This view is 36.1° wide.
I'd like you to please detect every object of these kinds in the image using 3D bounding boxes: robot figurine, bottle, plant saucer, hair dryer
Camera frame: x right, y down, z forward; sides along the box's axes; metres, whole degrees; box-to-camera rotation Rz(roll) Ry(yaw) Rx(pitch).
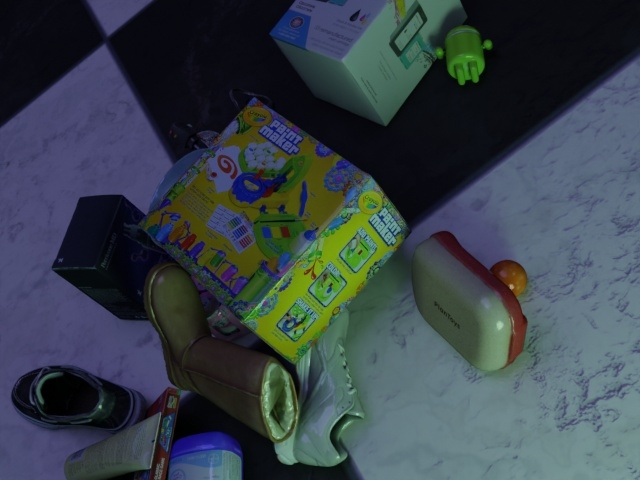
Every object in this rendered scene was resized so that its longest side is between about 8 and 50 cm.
[{"bbox_3d":[0.255,-0.331,1.735,0.101,0.067,0.115,-9,56,14],"label":"robot figurine"},{"bbox_3d":[-0.176,0.436,1.484,0.118,0.092,0.283,-16,54,20],"label":"bottle"},{"bbox_3d":[-0.222,-0.067,1.717,0.195,0.037,0.195,-22,53,32],"label":"plant saucer"},{"bbox_3d":[-0.121,-0.196,1.833,0.223,0.080,0.293,-36,59,-27],"label":"hair dryer"}]

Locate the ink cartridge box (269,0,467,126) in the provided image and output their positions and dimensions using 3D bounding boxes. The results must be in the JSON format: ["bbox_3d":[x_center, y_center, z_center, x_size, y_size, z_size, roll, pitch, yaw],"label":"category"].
[{"bbox_3d":[0.092,-0.392,1.784,0.198,0.197,0.270,28,77,39],"label":"ink cartridge box"}]

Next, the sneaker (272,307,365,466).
[{"bbox_3d":[0.022,0.225,1.513,0.121,0.099,0.263,7,72,25],"label":"sneaker"}]

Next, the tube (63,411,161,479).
[{"bbox_3d":[-0.333,0.352,1.598,0.240,0.062,0.070,-29,85,41],"label":"tube"}]

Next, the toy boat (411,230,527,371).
[{"bbox_3d":[0.241,0.074,1.461,0.151,0.151,0.231,-23,45,-23],"label":"toy boat"}]

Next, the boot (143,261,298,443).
[{"bbox_3d":[-0.150,0.162,1.496,0.089,0.236,0.269,-28,26,-32],"label":"boot"}]

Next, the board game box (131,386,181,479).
[{"bbox_3d":[-0.277,0.388,1.563,0.145,0.027,0.281,132,150,-55],"label":"board game box"}]

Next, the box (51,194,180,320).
[{"bbox_3d":[-0.360,0.034,1.772,0.108,0.207,0.153,-2,60,30],"label":"box"}]

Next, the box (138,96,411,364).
[{"bbox_3d":[-0.072,-0.020,1.519,0.279,0.177,0.290,-48,52,-4],"label":"box"}]

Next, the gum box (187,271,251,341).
[{"bbox_3d":[-0.180,0.080,1.703,0.062,0.107,0.188,-26,51,14],"label":"gum box"}]

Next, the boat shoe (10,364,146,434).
[{"bbox_3d":[-0.451,0.266,1.728,0.335,0.119,0.121,-2,61,38],"label":"boat shoe"}]
